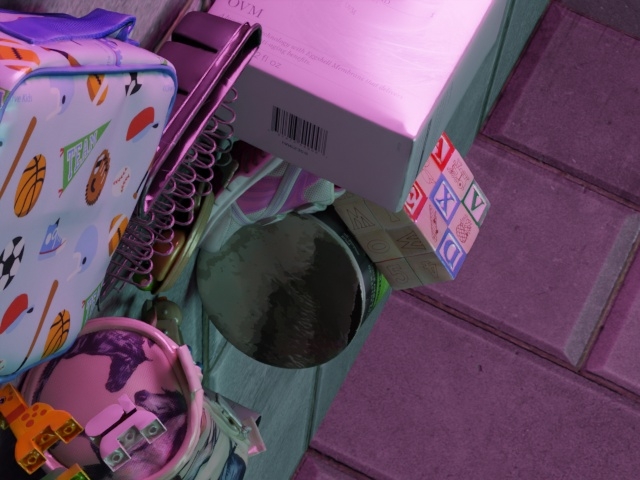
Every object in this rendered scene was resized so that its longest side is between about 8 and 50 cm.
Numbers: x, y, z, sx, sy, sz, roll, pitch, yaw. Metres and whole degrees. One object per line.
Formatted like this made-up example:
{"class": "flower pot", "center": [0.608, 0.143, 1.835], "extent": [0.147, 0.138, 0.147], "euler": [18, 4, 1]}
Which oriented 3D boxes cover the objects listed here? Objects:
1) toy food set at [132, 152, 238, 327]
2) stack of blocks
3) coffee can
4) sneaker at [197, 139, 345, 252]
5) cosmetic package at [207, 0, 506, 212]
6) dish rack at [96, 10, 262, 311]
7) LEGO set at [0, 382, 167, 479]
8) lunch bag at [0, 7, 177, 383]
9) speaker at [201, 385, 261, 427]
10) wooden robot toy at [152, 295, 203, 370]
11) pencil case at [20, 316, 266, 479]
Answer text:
{"class": "toy food set", "center": [-0.143, -0.006, 1.669], "extent": [0.192, 0.038, 0.132], "euler": [-62, -168, 6]}
{"class": "stack of blocks", "center": [0.068, -0.113, 1.857], "extent": [0.297, 0.087, 0.171], "euler": [55, 45, -26]}
{"class": "coffee can", "center": [0.000, 0.000, 2.005], "extent": [0.275, 0.201, 0.201], "euler": [-49, 162, -58]}
{"class": "sneaker", "center": [-0.037, -0.060, 1.738], "extent": [0.252, 0.111, 0.103], "euler": [-43, -159, 34]}
{"class": "cosmetic package", "center": [0.029, -0.187, 1.592], "extent": [0.224, 0.224, 0.138], "euler": [-60, 170, -27]}
{"class": "dish rack", "center": [-0.137, -0.057, 1.491], "extent": [0.208, 0.074, 0.271], "euler": [-58, 169, -31]}
{"class": "LEGO set", "center": [-0.254, 0.180, 1.422], "extent": [0.227, 0.093, 0.087], "euler": [-37, 129, -6]}
{"class": "lunch bag", "center": [-0.201, -0.036, 1.075], "extent": [0.303, 0.115, 0.243], "euler": [-26, 138, -74]}
{"class": "speaker", "center": [-0.137, 0.194, 1.952], "extent": [0.055, 0.136, 0.055], "euler": [-62, 171, -18]}
{"class": "wooden robot toy", "center": [-0.172, 0.096, 1.802], "extent": [0.173, 0.076, 0.079], "euler": [79, 2, -74]}
{"class": "pencil case", "center": [-0.167, 0.185, 1.660], "extent": [0.183, 0.160, 0.410], "euler": [-31, 166, -4]}
